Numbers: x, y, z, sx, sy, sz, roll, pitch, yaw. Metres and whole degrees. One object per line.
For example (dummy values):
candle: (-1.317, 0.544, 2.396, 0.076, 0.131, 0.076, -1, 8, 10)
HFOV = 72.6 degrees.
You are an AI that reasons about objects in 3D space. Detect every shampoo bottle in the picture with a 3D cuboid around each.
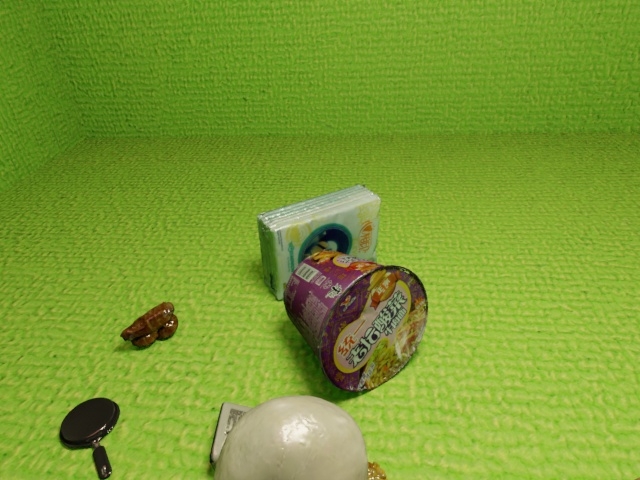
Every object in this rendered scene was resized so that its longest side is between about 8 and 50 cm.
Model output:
shampoo bottle: (-0.091, 0.437, 0.964, 0.284, 0.071, 0.153, 2, 36, 3)

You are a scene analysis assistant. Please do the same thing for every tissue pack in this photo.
tissue pack: (0.000, 0.000, 1.439, 0.388, 0.287, 0.162, -19, 40, -23)

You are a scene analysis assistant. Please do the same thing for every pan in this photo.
pan: (-0.527, 0.453, 1.015, 0.136, 0.028, 0.235, -24, 38, -28)

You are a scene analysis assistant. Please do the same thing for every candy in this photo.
candy: (-0.054, 0.431, 0.809, 0.296, 0.185, 0.295, -1, 77, 2)

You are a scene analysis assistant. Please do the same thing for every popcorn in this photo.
popcorn: (0.098, 0.484, 0.883, 0.082, 0.057, 0.083, 19, 36, 29)

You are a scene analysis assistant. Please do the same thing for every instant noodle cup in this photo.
instant noodle cup: (0.073, 0.185, 1.149, 0.340, 0.339, 0.266, -21, 25, -26)

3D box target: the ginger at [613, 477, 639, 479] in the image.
ginger: (0.614, 0.512, 0.753, 0.157, 0.102, 0.216, 14, 25, -18)

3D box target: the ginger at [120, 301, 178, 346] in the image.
ginger: (-0.490, 0.253, 1.268, 0.162, 0.103, 0.073, -31, 36, -21)
